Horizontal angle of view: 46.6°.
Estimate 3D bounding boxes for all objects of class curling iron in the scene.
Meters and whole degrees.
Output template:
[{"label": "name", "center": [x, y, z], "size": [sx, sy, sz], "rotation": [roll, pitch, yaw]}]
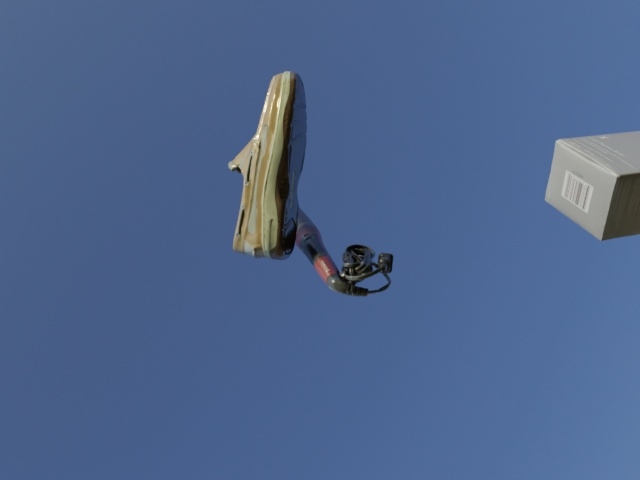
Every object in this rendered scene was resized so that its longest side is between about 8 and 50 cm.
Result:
[{"label": "curling iron", "center": [0.000, 0.000, 0.791], "size": [0.068, 0.274, 0.035], "rotation": [-3, -72, -21]}]

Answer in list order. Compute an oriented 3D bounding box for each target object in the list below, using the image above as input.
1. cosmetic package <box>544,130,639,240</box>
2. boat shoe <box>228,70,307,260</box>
[{"label": "cosmetic package", "center": [0.442, -0.082, 1.005], "size": [0.238, 0.127, 0.107], "rotation": [-12, -57, -20]}, {"label": "boat shoe", "center": [-0.059, -0.077, 0.745], "size": [0.072, 0.068, 0.189], "rotation": [5, -95, 16]}]
